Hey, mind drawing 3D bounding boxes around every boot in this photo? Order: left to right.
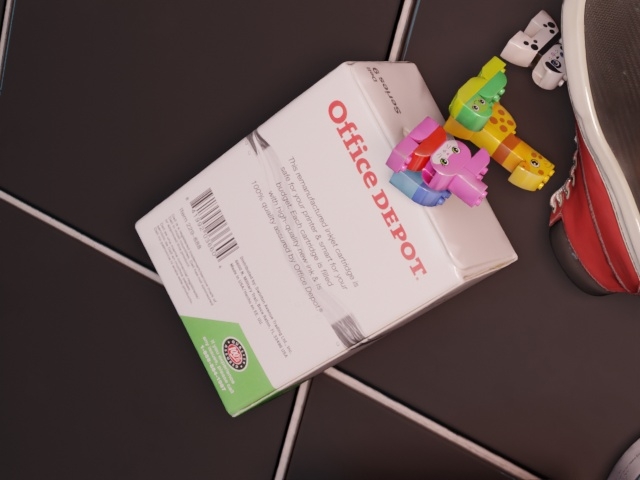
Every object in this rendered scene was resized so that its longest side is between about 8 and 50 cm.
[{"bbox_3d":[0.207,-0.072,0.867,0.176,0.088,0.244,-178,72,-75],"label":"boot"}]

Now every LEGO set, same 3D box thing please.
[{"bbox_3d":[0.141,-0.076,0.898,0.093,0.227,0.087,39,144,9],"label":"LEGO set"}]

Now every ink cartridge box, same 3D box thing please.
[{"bbox_3d":[0.000,0.000,1.033,0.289,0.121,0.211,-33,80,33],"label":"ink cartridge box"}]

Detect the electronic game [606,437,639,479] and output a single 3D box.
[{"bbox_3d":[0.330,0.245,0.898,0.229,0.048,0.229,1,92,29],"label":"electronic game"}]
